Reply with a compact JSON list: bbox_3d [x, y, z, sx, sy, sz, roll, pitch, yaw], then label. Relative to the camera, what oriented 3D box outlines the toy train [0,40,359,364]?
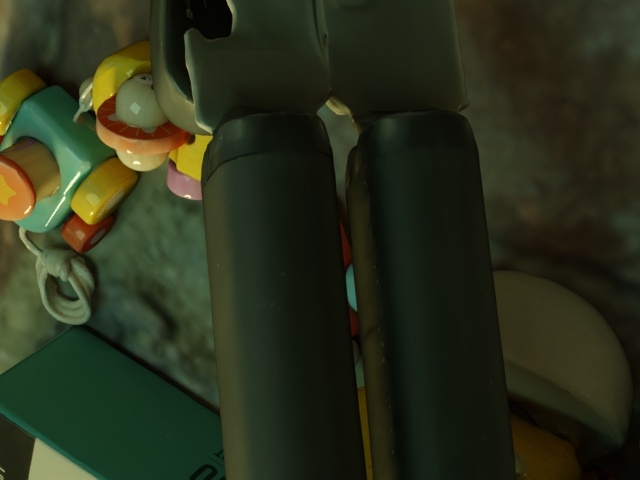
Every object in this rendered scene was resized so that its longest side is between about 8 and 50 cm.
[{"bbox_3d":[-0.060,-0.005,0.576,0.166,0.046,0.125,-2,113,36],"label":"toy train"}]

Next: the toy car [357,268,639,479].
[{"bbox_3d":[0.074,0.111,0.496,0.182,0.159,0.136,22,160,25],"label":"toy car"}]

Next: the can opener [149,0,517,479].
[{"bbox_3d":[0.000,0.000,0.448,0.095,0.076,0.283,135,132,-68],"label":"can opener"}]

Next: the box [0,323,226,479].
[{"bbox_3d":[-0.022,0.138,0.619,0.244,0.060,0.100,31,129,18],"label":"box"}]
